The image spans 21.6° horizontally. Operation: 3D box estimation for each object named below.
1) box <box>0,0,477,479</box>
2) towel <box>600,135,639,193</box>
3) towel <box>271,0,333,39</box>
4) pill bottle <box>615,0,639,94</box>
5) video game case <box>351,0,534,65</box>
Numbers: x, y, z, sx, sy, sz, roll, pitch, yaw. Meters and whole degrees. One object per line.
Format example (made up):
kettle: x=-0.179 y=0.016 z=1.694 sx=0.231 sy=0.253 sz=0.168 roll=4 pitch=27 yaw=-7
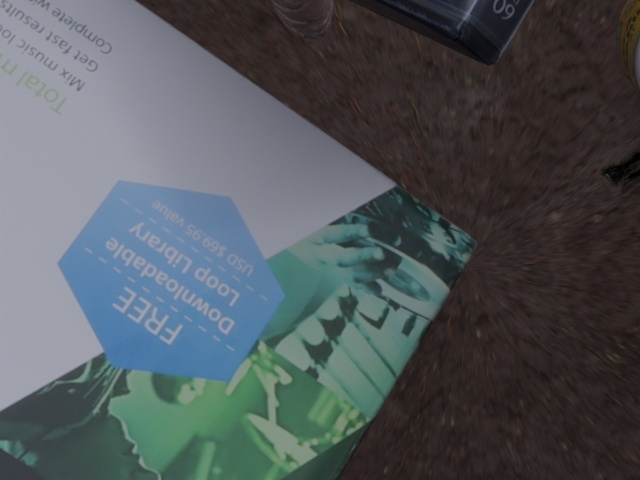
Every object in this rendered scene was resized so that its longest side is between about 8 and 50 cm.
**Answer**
box: x=-0.133 y=0.062 z=0.421 sx=0.232 sy=0.058 sz=0.322 roll=34 pitch=65 yaw=-3
towel: x=0.436 y=-0.159 z=1.653 sx=0.324 sy=0.312 sz=0.056 roll=-38 pitch=89 yaw=-6
towel: x=-0.060 y=-0.319 z=1.158 sx=0.053 sy=0.332 sz=0.317 roll=-15 pitch=83 yaw=5
pill bottle: x=0.300 y=-0.157 z=1.348 sx=0.118 sy=0.208 sz=0.117 roll=1 pitch=105 yaw=3
video game case: x=0.038 y=-0.200 z=0.434 sx=0.196 sy=0.026 sz=0.274 roll=31 pitch=90 yaw=36
